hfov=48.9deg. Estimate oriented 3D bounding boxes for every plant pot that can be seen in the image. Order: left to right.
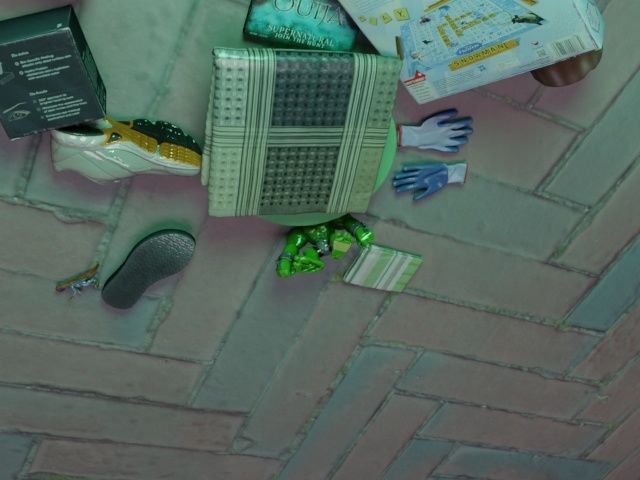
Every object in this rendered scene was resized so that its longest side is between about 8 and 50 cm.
[{"bbox_3d":[0.391,-0.357,1.186,0.167,0.167,0.165,-34,137,14],"label":"plant pot"}]

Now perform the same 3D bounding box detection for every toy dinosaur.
[{"bbox_3d":[-0.488,0.084,1.412,0.082,0.047,0.090,7,94,-9],"label":"toy dinosaur"}]

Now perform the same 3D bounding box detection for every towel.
[{"bbox_3d":[-0.040,-0.174,1.190,0.312,0.056,0.324,-2,131,-16],"label":"towel"},{"bbox_3d":[0.139,0.062,1.558,0.152,0.023,0.113,13,127,-26],"label":"towel"}]

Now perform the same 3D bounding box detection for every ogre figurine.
[{"bbox_3d":[0.000,0.000,1.402,0.197,0.118,0.097,-40,123,17],"label":"ogre figurine"}]

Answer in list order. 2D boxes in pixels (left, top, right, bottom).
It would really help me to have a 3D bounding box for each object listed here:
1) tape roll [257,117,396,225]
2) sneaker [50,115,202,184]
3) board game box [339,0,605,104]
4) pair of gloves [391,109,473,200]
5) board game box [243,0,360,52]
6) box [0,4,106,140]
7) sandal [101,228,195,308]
[{"bbox_3d":[-0.025,-0.174,1.278,0.322,0.077,0.321,-7,131,-8],"label":"tape roll"},{"bbox_3d":[-0.336,-0.145,1.220,0.263,0.099,0.121,13,133,-15],"label":"sneaker"},{"bbox_3d":[0.200,-0.366,1.036,0.319,0.065,0.318,-9,139,41],"label":"board game box"},{"bbox_3d":[0.220,-0.165,1.386,0.159,0.023,0.198,-7,130,-7],"label":"pair of gloves"},{"bbox_3d":[-0.020,-0.374,1.143,0.186,0.026,0.126,7,127,-20],"label":"board game box"},{"bbox_3d":[-0.432,-0.258,1.088,0.156,0.093,0.158,-14,132,-3],"label":"box"},{"bbox_3d":[-0.349,0.046,1.402,0.255,0.054,0.097,-34,123,27],"label":"sandal"}]
